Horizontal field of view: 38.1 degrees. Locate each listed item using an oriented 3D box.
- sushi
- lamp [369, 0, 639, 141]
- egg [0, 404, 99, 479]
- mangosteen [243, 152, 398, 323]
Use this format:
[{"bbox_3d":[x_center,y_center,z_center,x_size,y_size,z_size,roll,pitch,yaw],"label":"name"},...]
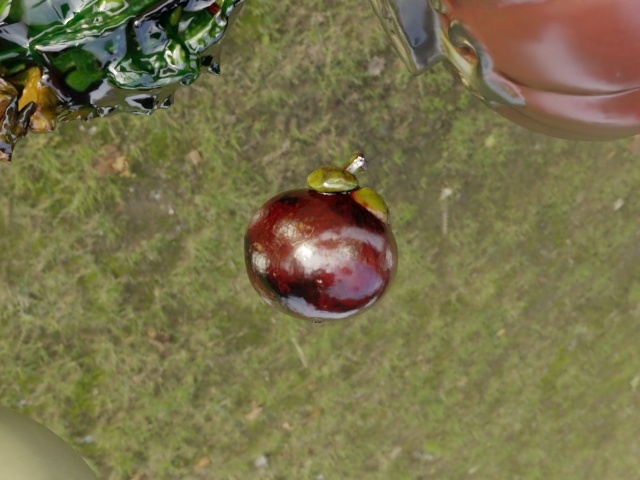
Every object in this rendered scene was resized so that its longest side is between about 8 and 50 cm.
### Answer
[{"bbox_3d":[-0.087,-0.152,0.493,0.287,0.140,0.149,-49,131,-19],"label":"sushi"},{"bbox_3d":[0.143,-0.204,0.539,0.257,0.303,0.303,-27,145,3],"label":"lamp"},{"bbox_3d":[-0.204,0.164,0.410,0.242,0.186,0.186,-21,146,10],"label":"egg"},{"bbox_3d":[0.000,0.003,0.474,0.081,0.081,0.081,-21,143,-17],"label":"mangosteen"}]
